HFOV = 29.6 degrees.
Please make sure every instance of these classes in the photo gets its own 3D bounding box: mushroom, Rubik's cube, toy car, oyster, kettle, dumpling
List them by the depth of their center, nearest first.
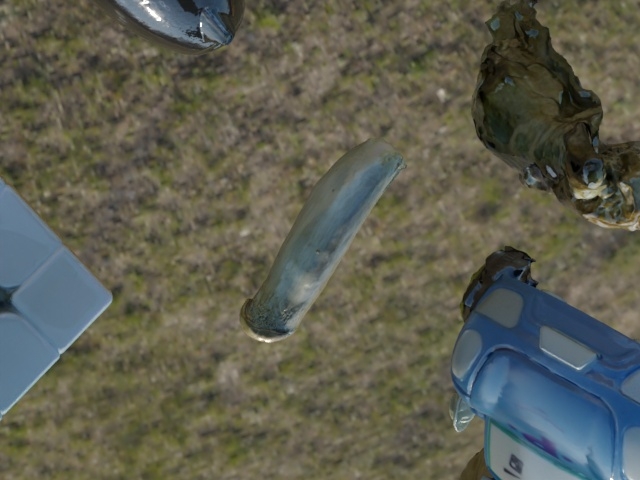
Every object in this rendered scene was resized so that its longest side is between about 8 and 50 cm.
[{"bbox_3d":[0.187,0.131,0.870,0.166,0.198,0.314,-59,154,-4],"label":"toy car"},{"bbox_3d":[0.230,-0.099,1.111,0.133,0.337,0.198,-42,118,6],"label":"oyster"},{"bbox_3d":[-0.482,0.058,1.448,0.290,0.292,0.291,-49,114,-20],"label":"Rubik's cube"},{"bbox_3d":[-0.217,-0.373,1.563,0.207,0.268,0.290,-42,138,2],"label":"kettle"},{"bbox_3d":[0.000,0.000,1.772,0.351,0.095,0.123,-55,155,16],"label":"mushroom"},{"bbox_3d":[0.216,0.263,1.846,0.043,0.059,0.077,11,166,1],"label":"dumpling"}]

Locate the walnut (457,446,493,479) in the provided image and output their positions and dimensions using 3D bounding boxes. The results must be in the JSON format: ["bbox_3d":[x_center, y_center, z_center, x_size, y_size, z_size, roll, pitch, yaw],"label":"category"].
[{"bbox_3d":[0.286,0.385,1.664,0.228,0.228,0.228,-16,147,-11],"label":"walnut"}]
